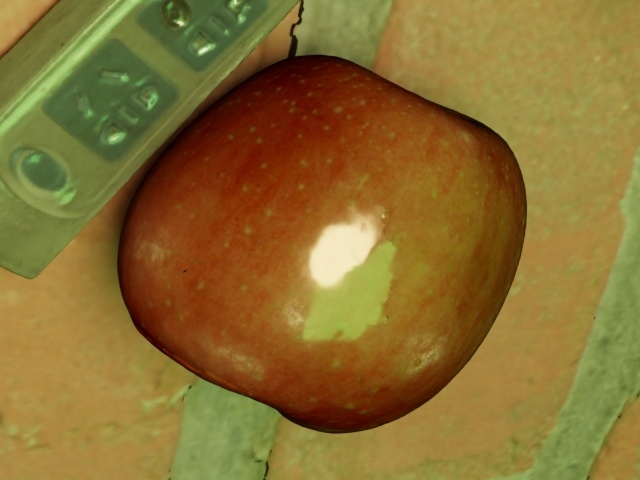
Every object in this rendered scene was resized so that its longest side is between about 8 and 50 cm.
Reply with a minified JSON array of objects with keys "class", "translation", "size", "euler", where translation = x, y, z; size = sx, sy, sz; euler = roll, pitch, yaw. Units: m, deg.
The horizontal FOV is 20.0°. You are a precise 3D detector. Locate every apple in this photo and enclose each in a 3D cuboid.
[{"class":"apple","translation":[0.000,0.000,0.860],"size":[0.181,0.181,0.168],"euler":[23,99,-37]}]

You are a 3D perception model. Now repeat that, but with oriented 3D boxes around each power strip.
[{"class":"power strip","translation":[-0.076,-0.097,0.838],"size":[0.286,0.048,0.080],"euler":[-45,131,5]}]
